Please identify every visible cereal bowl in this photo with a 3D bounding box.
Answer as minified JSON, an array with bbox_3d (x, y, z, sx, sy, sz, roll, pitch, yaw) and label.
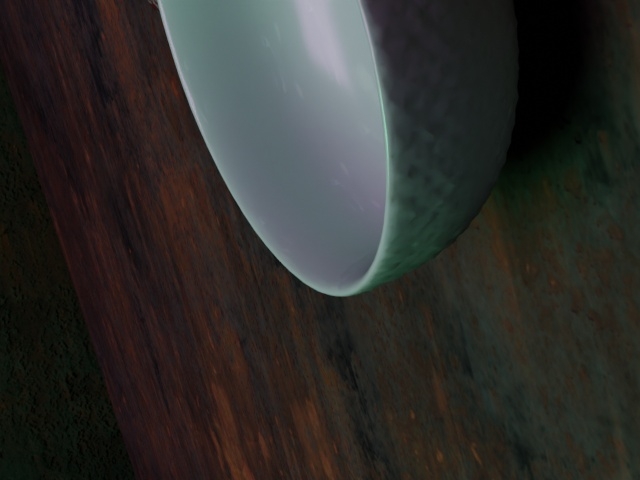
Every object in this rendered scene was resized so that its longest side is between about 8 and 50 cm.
[{"bbox_3d":[0.016,-0.146,0.821,0.339,0.141,0.339,53,155,38],"label":"cereal bowl"}]

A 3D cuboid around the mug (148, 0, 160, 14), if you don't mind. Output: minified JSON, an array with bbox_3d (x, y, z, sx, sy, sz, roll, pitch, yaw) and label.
[{"bbox_3d":[-0.069,-0.220,1.077,0.113,0.150,0.169,38,180,-27],"label":"mug"}]
